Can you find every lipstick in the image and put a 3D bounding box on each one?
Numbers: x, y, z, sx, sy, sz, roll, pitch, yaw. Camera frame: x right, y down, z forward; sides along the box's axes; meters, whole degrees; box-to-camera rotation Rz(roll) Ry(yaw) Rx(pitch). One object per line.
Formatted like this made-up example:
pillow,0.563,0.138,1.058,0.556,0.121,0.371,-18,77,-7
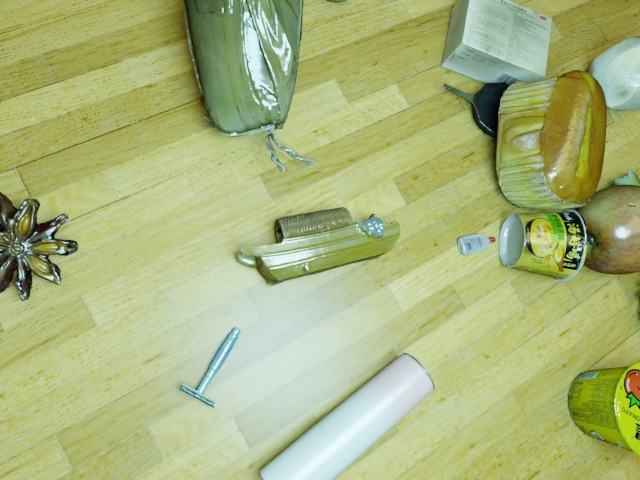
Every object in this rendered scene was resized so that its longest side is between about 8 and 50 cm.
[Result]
lipstick,0.052,0.329,0.801,0.327,0.087,0.087,-33,88,-18

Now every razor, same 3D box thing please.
razor,-0.179,0.212,0.797,0.068,0.040,0.135,32,68,-6

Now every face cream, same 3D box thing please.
face cream,0.332,0.006,0.973,0.084,0.021,0.040,-10,81,-16

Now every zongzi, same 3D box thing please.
zongzi,-0.148,-0.388,0.712,0.219,0.467,0.498,-2,80,7

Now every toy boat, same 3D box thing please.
toy boat,0.000,0.000,0.856,0.311,0.089,0.115,-14,79,-16

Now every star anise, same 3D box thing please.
star anise,-0.509,-0.011,0.735,0.177,0.073,0.234,-47,109,-10

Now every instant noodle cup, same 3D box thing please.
instant noodle cup,0.449,0.005,0.947,0.122,0.151,0.151,6,77,-1
instant noodle cup,0.599,0.330,0.908,0.183,0.144,0.182,3,76,-13

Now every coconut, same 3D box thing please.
coconut,0.731,-0.385,1.085,0.161,0.161,0.162,-26,88,-18

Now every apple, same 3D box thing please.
apple,0.627,-0.020,0.967,0.174,0.188,0.188,-17,83,-14

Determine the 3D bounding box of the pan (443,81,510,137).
pan,0.370,-0.311,1.034,0.202,0.048,0.128,38,71,-5

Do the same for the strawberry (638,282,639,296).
strawberry,0.809,0.170,1.023,0.228,0.098,0.174,28,57,-19

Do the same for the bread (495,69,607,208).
bread,0.490,-0.210,0.954,0.204,0.156,0.287,14,83,-29

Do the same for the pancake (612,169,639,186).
pancake,0.823,-0.022,1.053,0.377,0.054,0.197,40,47,-5

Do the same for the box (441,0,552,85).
box,0.403,-0.454,1.049,0.212,0.095,0.167,17,76,-11

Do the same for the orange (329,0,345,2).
orange,0.040,-0.558,0.992,0.085,0.085,0.084,3,78,-13
